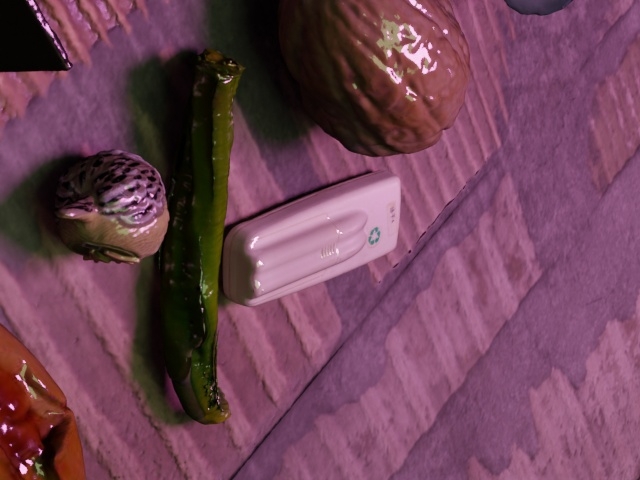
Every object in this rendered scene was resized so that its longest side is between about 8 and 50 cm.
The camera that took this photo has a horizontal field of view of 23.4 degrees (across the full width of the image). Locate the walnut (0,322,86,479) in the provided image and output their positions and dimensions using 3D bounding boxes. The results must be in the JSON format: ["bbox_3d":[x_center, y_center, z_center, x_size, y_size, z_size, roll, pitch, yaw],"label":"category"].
[{"bbox_3d":[-0.286,0.150,1.142,0.203,0.203,0.298,-54,138,-20],"label":"walnut"}]

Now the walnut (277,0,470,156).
[{"bbox_3d":[0.045,-0.177,1.401,0.178,0.178,0.230,-56,136,-17],"label":"walnut"}]

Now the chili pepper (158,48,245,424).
[{"bbox_3d":[-0.106,0.008,1.382,0.076,0.085,0.359,1,113,-9],"label":"chili pepper"}]

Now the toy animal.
[{"bbox_3d":[-0.176,-0.035,1.260,0.098,0.098,0.137,-64,158,-9],"label":"toy animal"}]

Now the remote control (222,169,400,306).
[{"bbox_3d":[-0.001,0.000,1.509,0.230,0.049,0.090,-23,123,-44],"label":"remote control"}]

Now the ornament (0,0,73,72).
[{"bbox_3d":[-0.223,-0.241,1.116,0.196,0.166,0.153,-63,143,-33],"label":"ornament"}]

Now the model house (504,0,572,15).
[{"bbox_3d":[0.277,-0.447,1.559,0.295,0.251,0.329,57,35,-17],"label":"model house"}]
